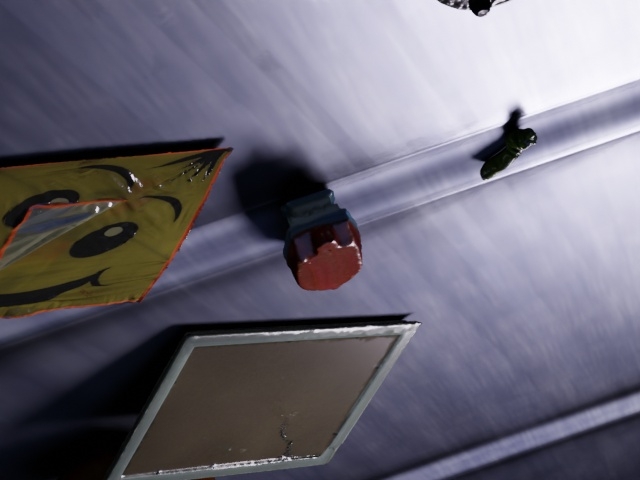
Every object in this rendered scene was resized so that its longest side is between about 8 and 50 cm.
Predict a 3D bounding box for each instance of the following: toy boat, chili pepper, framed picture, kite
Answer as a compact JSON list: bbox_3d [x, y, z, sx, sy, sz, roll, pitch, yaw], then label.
[{"bbox_3d":[0.000,0.000,1.593,0.069,0.059,0.173,-18,164,-1],"label":"toy boat"},{"bbox_3d":[0.164,-0.077,1.593,0.027,0.022,0.083,-7,159,-30],"label":"chili pepper"},{"bbox_3d":[-0.061,0.163,1.895,0.293,0.018,0.231,0,134,-38],"label":"framed picture"},{"bbox_3d":[-0.208,-0.003,1.477,0.327,0.013,0.377,-27,156,17],"label":"kite"}]

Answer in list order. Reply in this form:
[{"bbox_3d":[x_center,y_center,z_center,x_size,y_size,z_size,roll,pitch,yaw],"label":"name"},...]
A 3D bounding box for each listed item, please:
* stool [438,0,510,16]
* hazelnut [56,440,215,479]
[{"bbox_3d":[0.093,-0.201,1.133,0.096,0.110,0.096,-13,157,-5],"label":"stool"},{"bbox_3d":[-0.199,0.298,1.963,0.204,0.178,0.178,-25,164,-32],"label":"hazelnut"}]
